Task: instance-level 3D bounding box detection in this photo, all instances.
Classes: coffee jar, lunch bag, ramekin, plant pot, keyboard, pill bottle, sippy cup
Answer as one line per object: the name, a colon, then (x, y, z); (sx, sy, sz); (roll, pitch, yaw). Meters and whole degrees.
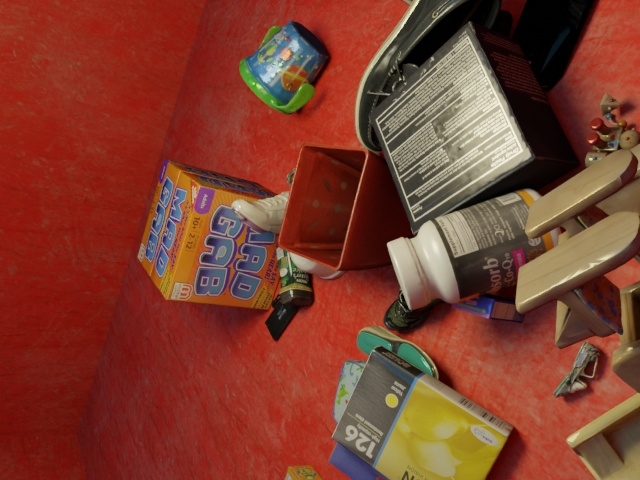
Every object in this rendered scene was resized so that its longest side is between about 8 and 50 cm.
coffee jar: (-0.076, 0.104, 1.598); (0.079, 0.096, 0.184); (-28, 59, 41)
lunch bag: (0.127, 0.380, 1.247); (0.219, 0.090, 0.176); (9, 88, 53)
ramekin: (0.000, 0.000, 1.513); (0.207, 0.109, 0.207); (-19, 65, 50)
plant pot: (0.086, -0.069, 1.305); (0.267, 0.235, 0.267); (19, 96, 53)
keyboard: (-0.119, 0.217, 1.690); (0.180, 0.023, 0.108); (-56, 48, 27)
pill bottle: (0.273, 0.021, 0.978); (0.278, 0.162, 0.162); (-19, 56, 4)
sippy cup: (-0.103, -0.566, 1.737); (0.224, 0.240, 0.305); (-43, 87, 25)

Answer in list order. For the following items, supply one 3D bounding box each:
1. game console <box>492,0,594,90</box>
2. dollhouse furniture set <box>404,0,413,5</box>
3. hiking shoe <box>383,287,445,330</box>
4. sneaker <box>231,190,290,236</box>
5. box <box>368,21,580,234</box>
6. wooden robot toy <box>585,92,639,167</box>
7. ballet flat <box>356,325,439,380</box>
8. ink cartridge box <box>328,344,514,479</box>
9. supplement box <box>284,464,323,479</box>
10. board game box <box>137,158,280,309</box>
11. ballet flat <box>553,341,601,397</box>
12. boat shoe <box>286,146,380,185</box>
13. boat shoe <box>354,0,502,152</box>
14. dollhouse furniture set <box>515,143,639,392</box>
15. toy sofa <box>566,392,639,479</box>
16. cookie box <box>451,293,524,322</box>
game console: (0.391, -0.454, 1.161); (0.361, 0.044, 0.213); (36, 111, 50)
dollhouse furniture set: (0.263, -0.730, 1.304); (0.303, 0.173, 0.355); (-59, 40, 24)
hiking shoe: (0.200, 0.130, 1.197); (0.227, 0.114, 0.086); (-44, 47, 38)
sneaker: (-0.133, -0.092, 1.561); (0.114, 0.305, 0.152); (26, 96, 37)
box: (0.290, -0.202, 1.078); (0.296, 0.182, 0.294); (-36, 63, 45)
wooden robot toy: (0.500, -0.163, 0.913); (0.079, 0.076, 0.173); (13, 92, 44)
ballet flat: (0.186, 0.254, 1.212); (0.248, 0.086, 0.086); (26, 101, 49)
ink cartridge box: (0.177, 0.420, 1.090); (0.303, 0.072, 0.307); (28, 102, 26)
supplement box: (-0.071, 0.718, 1.434); (0.080, 0.078, 0.233); (33, 107, 56)
board game box: (-0.340, -0.020, 1.771); (0.356, 0.356, 0.356); (33, 107, 53)
ballet flat: (0.437, 0.227, 0.913); (0.041, 0.041, 0.114); (43, 116, 50)
boat shoe: (0.024, -0.184, 1.522); (0.335, 0.119, 0.121); (-18, 66, 51)
boat shoe: (0.225, -0.379, 1.209); (0.500, 0.186, 0.156); (-57, 38, 41)
dollhouse furniture set: (0.472, 0.013, 0.647); (0.256, 0.362, 0.394); (-41, 13, 42)
toy sofa: (0.507, 0.388, 0.704); (0.150, 0.177, 0.362); (-38, 47, 10)
cookie box: (0.323, 0.125, 1.036); (0.092, 0.107, 0.040); (15, 93, 55)
